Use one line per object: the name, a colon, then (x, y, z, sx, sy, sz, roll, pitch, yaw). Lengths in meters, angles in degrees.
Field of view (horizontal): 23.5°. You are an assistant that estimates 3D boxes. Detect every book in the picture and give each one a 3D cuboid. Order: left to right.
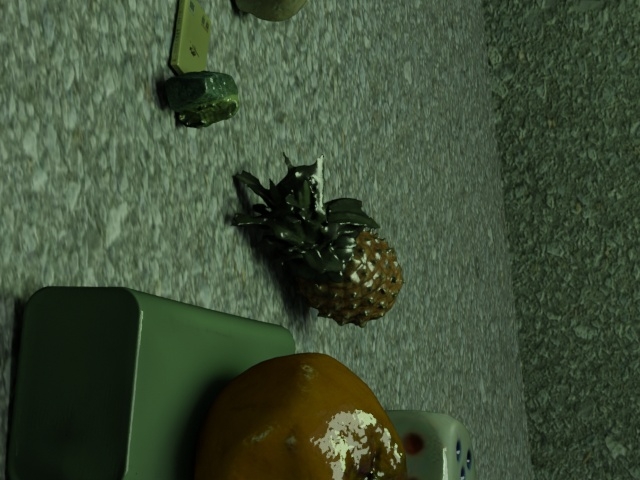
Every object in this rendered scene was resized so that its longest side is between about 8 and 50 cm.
book: (-0.162, -0.246, 1.925, 0.077, 0.014, 0.111, 51, 39, -57)

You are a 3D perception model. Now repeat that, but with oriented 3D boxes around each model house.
model house: (-0.151, -0.171, 1.857, 0.083, 0.079, 0.066, -8, 87, -66)

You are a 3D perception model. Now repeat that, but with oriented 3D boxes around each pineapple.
pineapple: (0.003, 0.001, 2.147, 0.364, 0.166, 0.165, 51, 39, -58)

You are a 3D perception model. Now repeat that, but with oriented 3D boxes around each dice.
dice: (0.131, 0.372, 2.401, 0.194, 0.193, 0.191, 41, 48, -63)

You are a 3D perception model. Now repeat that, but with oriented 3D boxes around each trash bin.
trash bin: (-0.174, 0.175, 1.603, 0.343, 0.158, 0.222, 24, 68, -64)

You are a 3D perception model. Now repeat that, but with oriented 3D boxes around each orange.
orange: (-0.006, 0.231, 1.559, 0.249, 0.183, 0.249, 1, 90, -64)

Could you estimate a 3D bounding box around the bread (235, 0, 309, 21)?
bread: (-0.046, -0.466, 2.061, 0.102, 0.183, 0.337, -24, 109, -62)
